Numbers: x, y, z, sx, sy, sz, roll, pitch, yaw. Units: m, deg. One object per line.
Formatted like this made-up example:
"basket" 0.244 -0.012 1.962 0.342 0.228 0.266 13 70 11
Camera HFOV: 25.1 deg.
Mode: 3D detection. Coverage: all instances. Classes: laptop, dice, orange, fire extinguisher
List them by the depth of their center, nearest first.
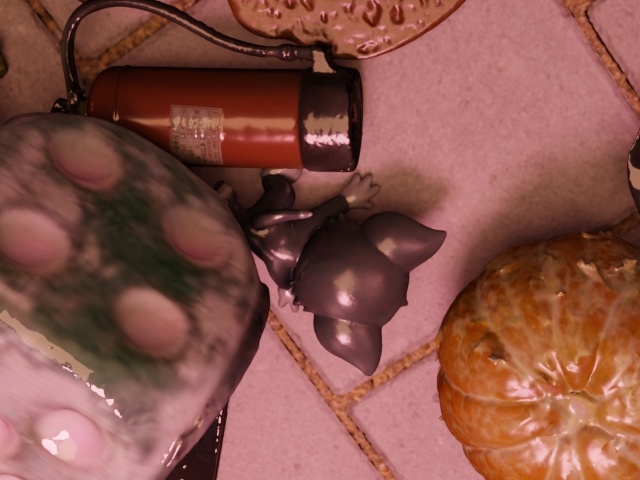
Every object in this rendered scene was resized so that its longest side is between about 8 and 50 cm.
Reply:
"dice" -0.278 0.093 1.526 0.348 0.328 0.330 34 131 -10
"orange" 0.287 0.154 1.588 0.329 0.249 0.329 3 101 15
"fire extinguisher" -0.143 -0.168 1.601 0.376 0.113 0.200 0 88 8
"laptop" -0.201 0.267 1.773 0.153 0.026 0.207 10 107 0

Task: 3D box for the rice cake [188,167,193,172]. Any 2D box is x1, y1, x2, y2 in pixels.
"rice cake" -0.249 -0.062 1.677 0.210 0.034 0.043 -13 96 8

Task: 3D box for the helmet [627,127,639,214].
"helmet" 0.476 -0.061 1.561 0.279 0.160 0.231 33 111 9

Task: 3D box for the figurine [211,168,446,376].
"figurine" -0.002 -0.002 1.629 0.265 0.140 0.193 37 89 -21

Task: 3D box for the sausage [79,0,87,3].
"sausage" -0.201 -0.297 1.591 0.154 0.062 0.062 -6 106 6

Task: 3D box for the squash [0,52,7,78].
"squash" -0.411 -0.228 1.620 0.132 0.105 0.105 20 107 -14

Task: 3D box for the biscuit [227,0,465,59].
"biscuit" 0.024 -0.390 1.544 0.359 0.074 0.381 -29 100 12
